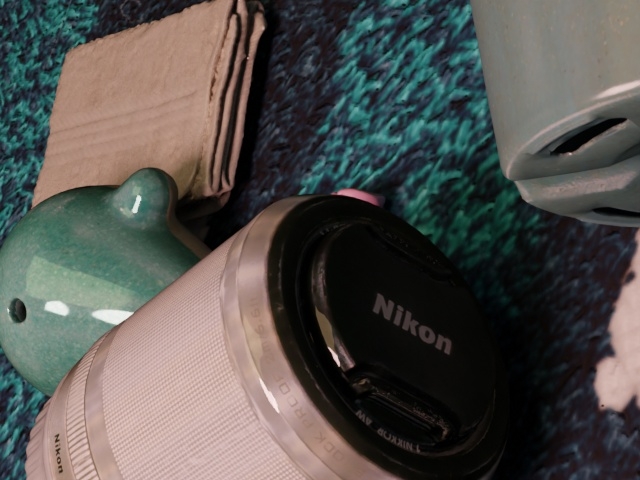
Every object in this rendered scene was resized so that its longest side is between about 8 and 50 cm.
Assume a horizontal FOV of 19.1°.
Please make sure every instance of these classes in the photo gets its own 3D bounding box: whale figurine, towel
[{"bbox_3d":[-0.145,0.053,1.442,0.272,0.141,0.216,13,104,42],"label":"whale figurine"},{"bbox_3d":[-0.149,-0.098,1.607,0.282,0.049,0.187,-8,67,51],"label":"towel"}]

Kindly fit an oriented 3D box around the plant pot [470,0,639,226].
[{"bbox_3d":[0.208,-0.199,1.003,0.341,0.341,0.334,-22,67,45],"label":"plant pot"}]

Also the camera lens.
[{"bbox_3d":[-0.032,0.115,1.220,0.274,0.219,0.219,-36,48,36],"label":"camera lens"}]

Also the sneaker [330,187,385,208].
[{"bbox_3d":[0.000,0.000,1.384,0.119,0.047,0.057,-17,73,48],"label":"sneaker"}]
